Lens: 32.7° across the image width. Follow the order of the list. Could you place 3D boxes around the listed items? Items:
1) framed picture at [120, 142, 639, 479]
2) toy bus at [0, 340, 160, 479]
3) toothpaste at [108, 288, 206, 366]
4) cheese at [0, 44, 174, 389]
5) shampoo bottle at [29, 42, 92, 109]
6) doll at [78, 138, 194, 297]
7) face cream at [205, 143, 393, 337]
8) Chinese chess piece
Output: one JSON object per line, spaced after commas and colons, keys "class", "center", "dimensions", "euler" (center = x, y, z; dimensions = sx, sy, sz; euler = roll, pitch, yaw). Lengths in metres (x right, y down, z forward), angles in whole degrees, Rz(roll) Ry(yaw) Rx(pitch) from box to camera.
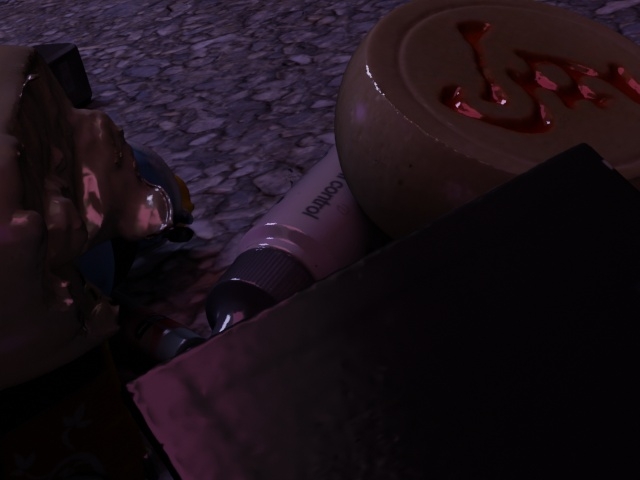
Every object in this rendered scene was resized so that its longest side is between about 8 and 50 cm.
{"class": "framed picture", "center": [0.103, 0.092, 0.571], "dimensions": [0.338, 0.014, 0.255], "euler": [-28, 59, -24]}
{"class": "toy bus", "center": [-0.247, 0.133, 0.602], "dimensions": [0.275, 0.167, 0.138], "euler": [-33, 34, -32]}
{"class": "toothpaste", "center": [-0.148, 0.064, 0.832], "dimensions": [0.056, 0.036, 0.205], "euler": [-29, 26, -29]}
{"class": "cheese", "center": [-0.199, -0.016, 0.566], "dimensions": [0.233, 0.127, 0.266], "euler": [-7, 28, -4]}
{"class": "shampoo bottle", "center": [-0.373, -0.153, 1.282], "dimensions": [0.079, 0.080, 0.246], "euler": [1, 30, 28]}
{"class": "doll", "center": [-0.210, -0.005, 0.824], "dimensions": [0.177, 0.141, 0.314], "euler": [19, 18, 18]}
{"class": "face cream", "center": [0.000, 0.000, 0.827], "dimensions": [0.092, 0.092, 0.311], "euler": [4, 33, 29]}
{"class": "Chinese chess piece", "center": [0.143, -0.082, 0.810], "dimensions": [0.273, 0.102, 0.273], "euler": [8, 40, -6]}
